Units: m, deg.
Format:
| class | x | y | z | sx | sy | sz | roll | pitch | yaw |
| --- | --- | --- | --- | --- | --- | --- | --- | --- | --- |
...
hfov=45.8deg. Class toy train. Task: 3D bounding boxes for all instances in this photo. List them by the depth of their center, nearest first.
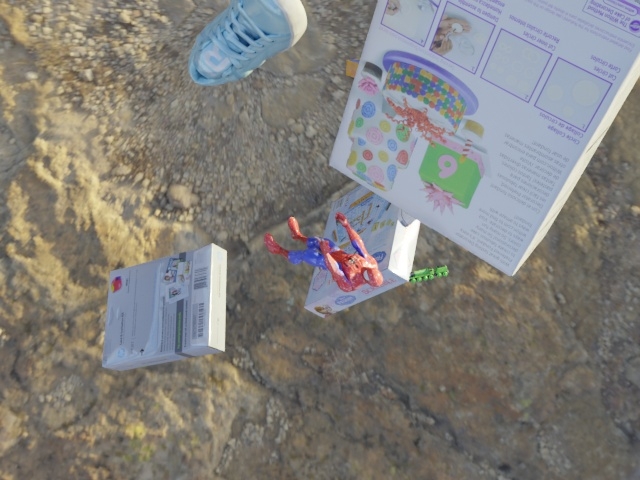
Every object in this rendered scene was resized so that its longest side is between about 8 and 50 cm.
| class | x | y | z | sx | sy | sz | roll | pitch | yaw |
| --- | --- | --- | --- | --- | --- | --- | --- | --- | --- |
| toy train | 0.218 | 0.067 | 1.537 | 0.083 | 0.017 | 0.023 | -12 | 109 | -4 |

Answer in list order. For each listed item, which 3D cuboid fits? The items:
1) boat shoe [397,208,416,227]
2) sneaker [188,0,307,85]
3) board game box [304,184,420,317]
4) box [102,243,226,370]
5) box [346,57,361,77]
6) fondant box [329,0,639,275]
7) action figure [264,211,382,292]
| class | x | y | z | sx | sy | sz | roll | pitch | yaw |
| --- | --- | --- | --- | --- | --- | --- | --- | --- | --- |
| boat shoe | 0.141 | -0.064 | 1.176 | 0.035 | 0.100 | 0.035 | -29 | 123 | 32 |
| sneaker | -0.141 | -0.340 | 1.318 | 0.135 | 0.366 | 0.150 | 43 | 73 | -12 |
| board game box | 0.108 | -0.006 | 1.772 | 0.066 | 0.319 | 0.317 | 30 | 56 | -23 |
| box | -0.215 | 0.094 | 1.041 | 0.186 | 0.145 | 0.038 | -14 | 154 | 25 |
| box | 0.112 | -0.255 | 1.143 | 0.081 | 0.136 | 0.028 | -19 | 120 | -34 |
| fondant box | 0.164 | -0.159 | 0.738 | 0.238 | 0.096 | 0.330 | 33 | 132 | 17 |
| action figure | 0.000 | 0.000 | 1.294 | 0.091 | 0.280 | 0.139 | -37 | 128 | -23 |
